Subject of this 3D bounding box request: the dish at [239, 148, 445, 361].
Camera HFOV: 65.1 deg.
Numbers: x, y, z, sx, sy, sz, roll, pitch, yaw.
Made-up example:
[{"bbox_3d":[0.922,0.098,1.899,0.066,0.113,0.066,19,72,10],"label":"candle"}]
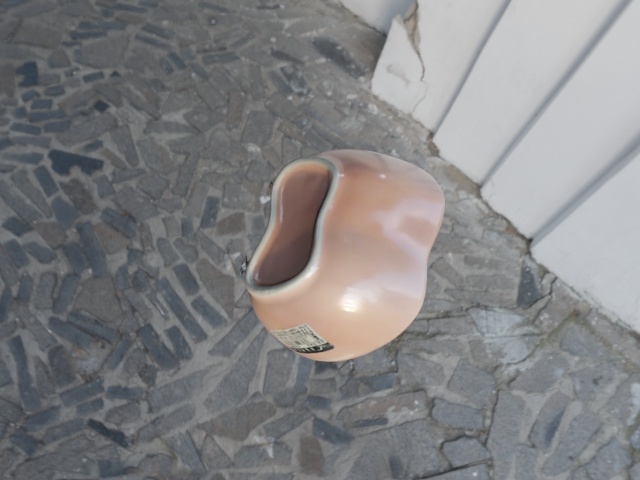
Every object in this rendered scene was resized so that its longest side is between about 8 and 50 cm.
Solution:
[{"bbox_3d":[0.000,0.000,0.458,0.090,0.213,0.214,27,53,-37],"label":"dish"}]
